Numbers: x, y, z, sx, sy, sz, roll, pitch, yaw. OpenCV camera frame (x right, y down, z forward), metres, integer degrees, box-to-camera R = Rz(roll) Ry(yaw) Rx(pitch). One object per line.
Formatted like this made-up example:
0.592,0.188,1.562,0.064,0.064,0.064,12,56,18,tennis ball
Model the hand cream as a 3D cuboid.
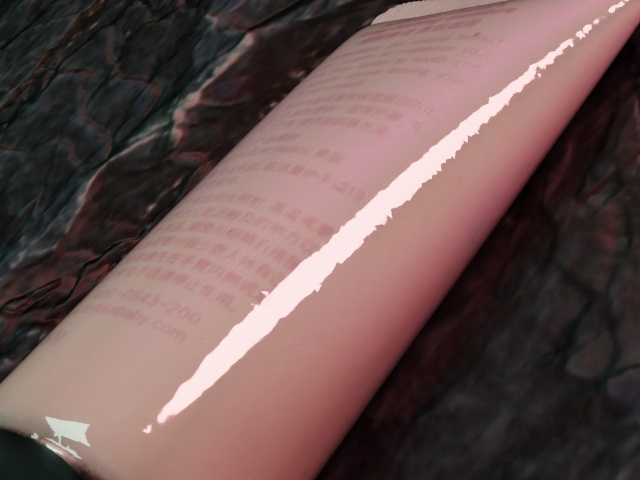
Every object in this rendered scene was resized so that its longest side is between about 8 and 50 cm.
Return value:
0.000,0.000,0.757,0.185,0.118,0.358,-4,38,50,hand cream
